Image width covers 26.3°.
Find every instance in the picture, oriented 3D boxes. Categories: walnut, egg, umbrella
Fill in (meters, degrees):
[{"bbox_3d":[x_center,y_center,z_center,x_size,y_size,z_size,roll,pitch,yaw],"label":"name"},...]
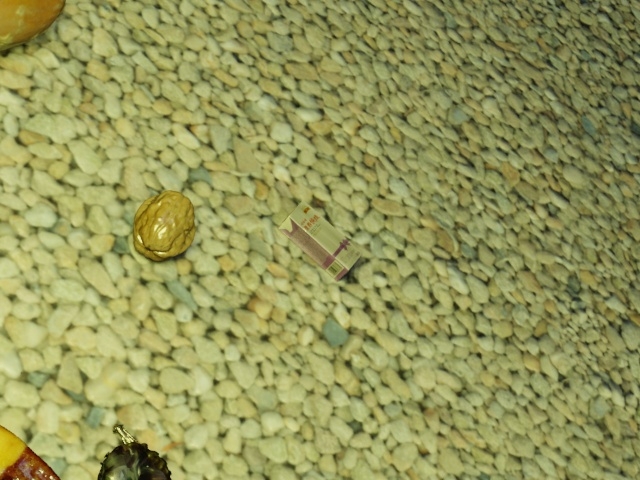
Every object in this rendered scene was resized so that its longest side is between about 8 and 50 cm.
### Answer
[{"bbox_3d":[-0.202,-0.019,1.782,0.082,0.079,0.096,34,51,-5],"label":"walnut"},{"bbox_3d":[-0.437,-0.344,1.782,0.233,0.195,0.195,3,56,-31],"label":"egg"},{"bbox_3d":[-0.214,0.247,1.611,0.083,0.020,0.031,44,42,8],"label":"umbrella"}]

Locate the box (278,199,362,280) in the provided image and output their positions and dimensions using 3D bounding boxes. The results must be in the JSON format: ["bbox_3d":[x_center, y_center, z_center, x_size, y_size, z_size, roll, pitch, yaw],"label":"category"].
[{"bbox_3d":[0.000,0.000,1.946,0.117,0.036,0.050,43,43,1],"label":"box"}]

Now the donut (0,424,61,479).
[{"bbox_3d":[-0.357,0.280,1.438,0.184,0.073,0.166,33,43,-12],"label":"donut"}]

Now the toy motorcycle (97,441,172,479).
[{"bbox_3d":[-0.191,0.402,1.427,0.207,0.134,0.401,27,44,-8],"label":"toy motorcycle"}]
